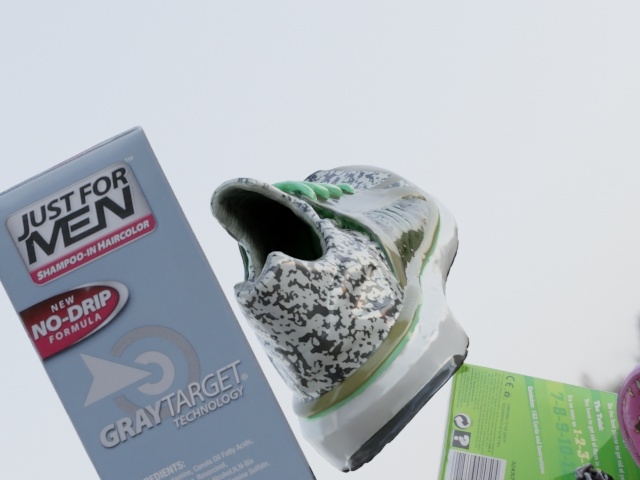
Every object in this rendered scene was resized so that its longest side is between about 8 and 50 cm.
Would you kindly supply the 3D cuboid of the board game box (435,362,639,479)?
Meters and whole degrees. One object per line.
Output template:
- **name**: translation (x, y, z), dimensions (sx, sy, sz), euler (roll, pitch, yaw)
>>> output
- **board game box**: translation (0.233, 0.189, 1.685), dimensions (0.039, 0.259, 0.124), euler (101, 180, -63)

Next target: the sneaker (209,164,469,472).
- **sneaker**: translation (0.000, 0.000, 1.465), dimensions (0.158, 0.182, 0.410), euler (-40, 19, 9)

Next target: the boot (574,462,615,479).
- **boot**: translation (0.147, 0.260, 1.469), dimensions (0.229, 0.263, 0.091), euler (-58, -2, 17)

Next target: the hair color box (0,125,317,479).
- **hair color box**: translation (-0.075, 0.125, 1.169), dimensions (0.114, 0.374, 0.185), euler (-27, 3, -6)

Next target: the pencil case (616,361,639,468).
- **pencil case**: translation (0.404, 0.068, 1.646), dimensions (0.160, 0.167, 0.386), euler (-1, 32, 48)
